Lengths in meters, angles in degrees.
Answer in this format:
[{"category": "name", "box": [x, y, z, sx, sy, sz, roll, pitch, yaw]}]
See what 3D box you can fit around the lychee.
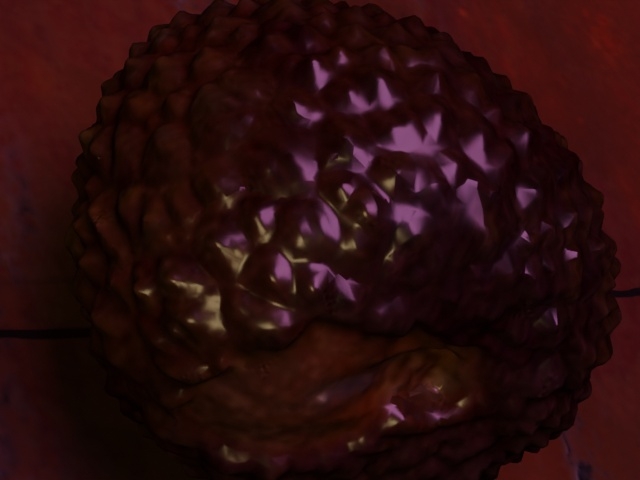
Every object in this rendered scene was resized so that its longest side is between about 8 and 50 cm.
[{"category": "lychee", "box": [0.000, 0.000, 0.669, 0.188, 0.188, 0.188, 19, 50, -24]}]
